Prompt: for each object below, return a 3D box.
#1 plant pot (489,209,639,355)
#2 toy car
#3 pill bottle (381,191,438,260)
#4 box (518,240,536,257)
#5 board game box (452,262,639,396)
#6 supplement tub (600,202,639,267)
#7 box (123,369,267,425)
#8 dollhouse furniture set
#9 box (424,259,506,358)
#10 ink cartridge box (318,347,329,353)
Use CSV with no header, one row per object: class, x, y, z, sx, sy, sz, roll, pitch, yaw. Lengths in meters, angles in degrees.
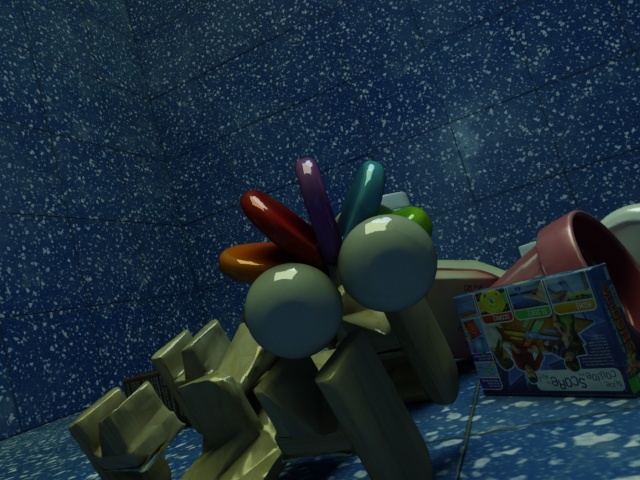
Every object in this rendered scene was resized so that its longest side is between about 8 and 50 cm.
plant pot,0.335,0.088,0.697,0.201,0.201,0.180,-9,-26,-46
toy car,0.000,0.000,0.422,0.182,0.136,0.159,-27,10,3
pill bottle,0.215,0.085,1.381,0.229,0.408,0.229,-16,-7,-2
box,0.711,0.073,1.472,0.182,0.181,0.119,-20,-9,31
board game box,0.259,0.114,0.595,0.035,0.136,0.201,-12,-7,-32
supplement tub,0.577,0.018,0.785,0.272,0.191,0.191,-13,-8,-29
box,-0.270,0.341,1.173,0.381,0.143,0.191,-19,-8,34
dollhouse furniture set,0.001,0.186,0.611,0.362,0.256,0.394,-21,12,33
box,0.212,0.118,0.878,0.232,0.149,0.127,1,11,-22
ink cartridge box,0.038,0.262,1.186,0.207,0.119,0.353,-13,-7,-14
